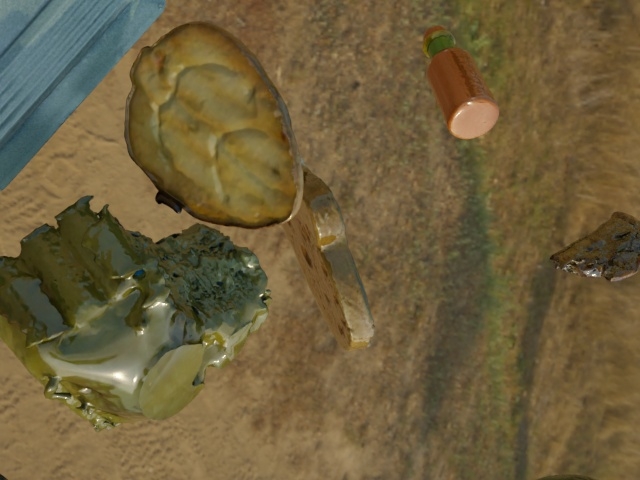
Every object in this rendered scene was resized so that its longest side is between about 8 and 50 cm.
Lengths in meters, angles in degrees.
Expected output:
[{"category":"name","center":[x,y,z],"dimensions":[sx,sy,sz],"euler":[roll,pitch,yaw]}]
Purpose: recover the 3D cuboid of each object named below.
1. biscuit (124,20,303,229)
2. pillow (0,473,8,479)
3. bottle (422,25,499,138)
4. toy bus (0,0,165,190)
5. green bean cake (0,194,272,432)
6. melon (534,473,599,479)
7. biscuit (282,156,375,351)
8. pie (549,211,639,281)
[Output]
[{"category":"biscuit","center":[-0.116,-0.114,0.896],"dimensions":[0.203,0.260,0.041],"euler":[-52,164,23]},{"category":"pillow","center":[-0.201,0.272,0.622],"dimensions":[0.051,0.241,0.093],"euler":[-20,143,-52]},{"category":"bottle","center":[0.172,-0.213,1.068],"dimensions":[0.069,0.069,0.187],"euler":[57,16,-47]},{"category":"toy bus","center":[-0.350,-0.233,0.955],"dimensions":[0.312,0.190,0.152],"euler":[-47,134,2]},{"category":"green bean cake","center":[-0.198,0.081,0.948],"dimensions":[0.285,0.202,0.310],"euler":[-37,159,-10]},{"category":"melon","center":[0.132,0.214,0.459],"dimensions":[0.114,0.114,0.167],"euler":[11,91,-56]},{"category":"biscuit","center":[0.002,-0.001,1.277],"dimensions":[0.057,0.343,0.287],"euler":[-21,150,-11]},{"category":"pie","center":[0.325,0.007,0.912],"dimensions":[0.170,0.092,0.034],"euler":[-25,123,-38]}]
